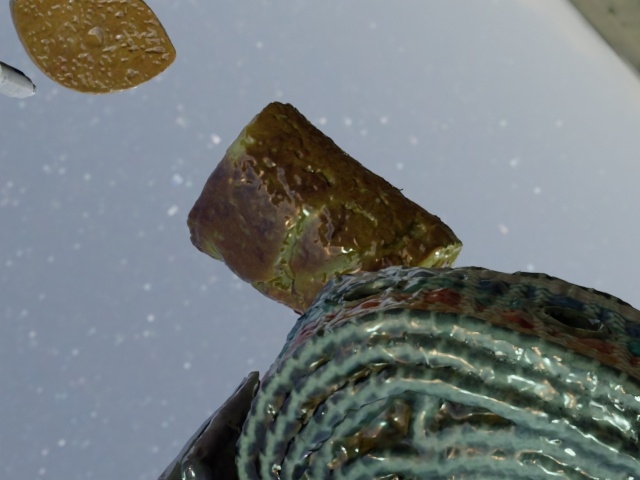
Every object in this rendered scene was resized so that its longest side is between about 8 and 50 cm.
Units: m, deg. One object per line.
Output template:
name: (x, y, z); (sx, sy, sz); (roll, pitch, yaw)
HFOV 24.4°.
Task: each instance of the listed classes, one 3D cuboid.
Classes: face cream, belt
face cream: (-0.351, -0.179, 1.662); (0.034, 0.034, 0.130); (51, -175, 8)
belt: (0.084, 0.124, 0.710); (0.295, 0.207, 0.160); (30, -158, 7)

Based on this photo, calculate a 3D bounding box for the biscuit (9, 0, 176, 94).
biscuit: (-0.284, -0.251, 1.838); (0.221, 0.142, 0.029); (12, -163, -26)

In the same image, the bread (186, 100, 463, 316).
bread: (0.000, 0.000, 1.050); (0.172, 0.132, 0.103); (39, -166, 18)
